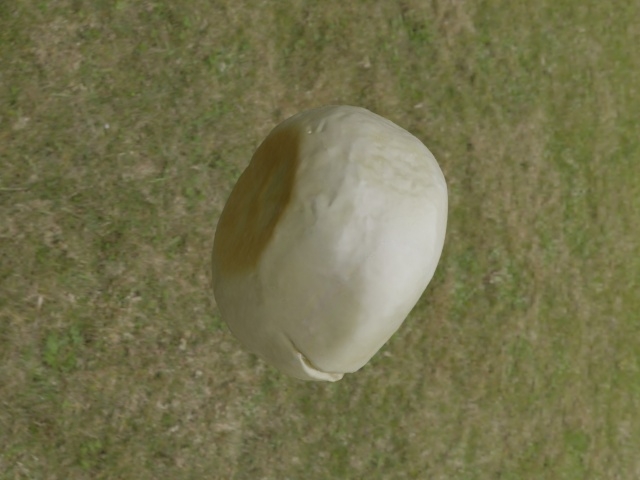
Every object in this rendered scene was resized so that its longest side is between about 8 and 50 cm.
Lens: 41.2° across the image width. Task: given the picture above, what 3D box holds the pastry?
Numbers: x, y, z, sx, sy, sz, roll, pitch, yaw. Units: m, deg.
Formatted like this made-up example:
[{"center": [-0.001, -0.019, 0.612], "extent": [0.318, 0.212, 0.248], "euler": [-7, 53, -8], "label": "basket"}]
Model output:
[{"center": [0.000, 0.000, 0.476], "extent": [0.092, 0.156, 0.156], "euler": [22, 75, -23], "label": "pastry"}]
